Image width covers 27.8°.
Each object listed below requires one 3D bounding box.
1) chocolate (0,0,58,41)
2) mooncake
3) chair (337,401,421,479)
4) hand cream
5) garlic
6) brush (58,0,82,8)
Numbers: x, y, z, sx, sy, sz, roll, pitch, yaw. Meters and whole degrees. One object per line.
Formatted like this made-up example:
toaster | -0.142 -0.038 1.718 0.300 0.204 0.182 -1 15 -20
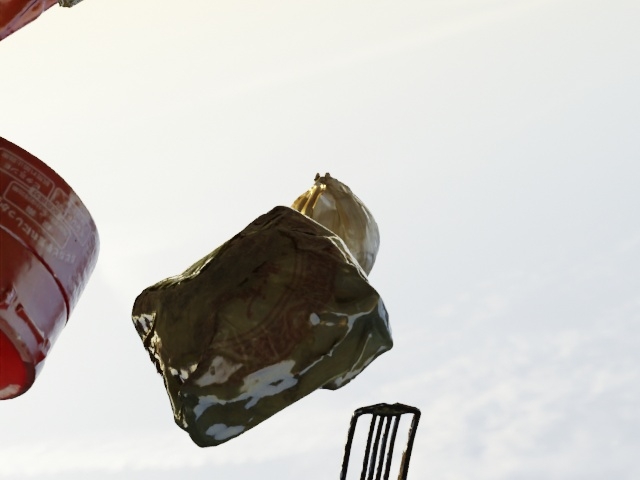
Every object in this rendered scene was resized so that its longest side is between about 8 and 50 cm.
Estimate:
chocolate | -0.355 -0.343 1.350 0.108 0.237 0.235 -2 -145 45
mooncake | -0.036 0.043 0.711 0.130 0.073 0.125 -34 -150 -3
chair | 0.060 0.268 1.291 0.084 0.212 0.101 0 -139 -15
hand cream | -0.308 0.016 1.081 0.230 0.230 0.149 0 -129 34
garlic | 0.004 -0.003 0.966 0.074 0.094 0.113 15 -171 -40
brush | -0.181 -0.256 1.171 0.014 0.043 0.170 2 -152 37
